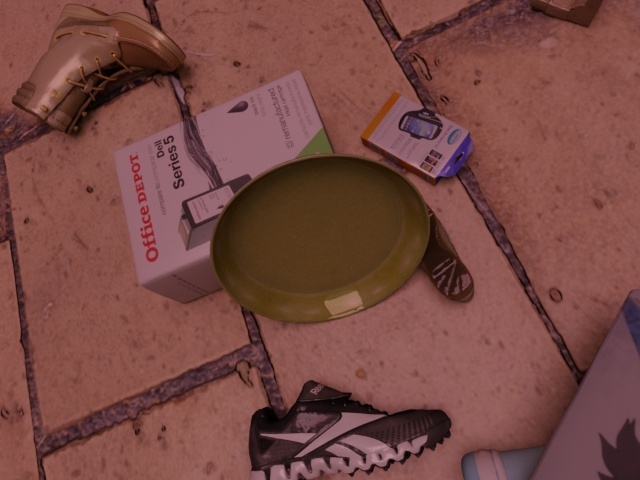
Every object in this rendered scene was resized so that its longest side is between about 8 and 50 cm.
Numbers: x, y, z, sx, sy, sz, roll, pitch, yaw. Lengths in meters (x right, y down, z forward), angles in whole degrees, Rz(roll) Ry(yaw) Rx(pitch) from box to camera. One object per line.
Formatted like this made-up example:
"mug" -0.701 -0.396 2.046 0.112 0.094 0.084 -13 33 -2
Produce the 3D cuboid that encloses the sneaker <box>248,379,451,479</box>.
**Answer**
"sneaker" 0.021 0.202 0.542 0.234 0.078 0.106 -17 71 10

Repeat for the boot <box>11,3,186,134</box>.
"boot" -0.354 -0.257 0.776 0.261 0.095 0.204 22 78 21

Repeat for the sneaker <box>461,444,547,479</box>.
"sneaker" 0.267 0.326 0.416 0.208 0.127 0.319 -19 70 9

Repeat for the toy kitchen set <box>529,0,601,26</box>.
"toy kitchen set" 0.337 -0.343 0.645 0.083 0.075 0.068 29 80 16

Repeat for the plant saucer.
"plant saucer" 0.000 0.000 0.547 0.240 0.241 0.037 -21 41 6

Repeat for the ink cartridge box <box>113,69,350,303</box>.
"ink cartridge box" -0.108 -0.063 0.640 0.272 0.115 0.199 -22 68 6

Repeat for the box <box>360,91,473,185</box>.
"box" 0.131 -0.132 0.653 0.136 0.028 0.081 35 83 19

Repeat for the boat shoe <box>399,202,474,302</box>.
"boat shoe" 0.136 0.008 0.601 0.056 0.048 0.153 -38 61 10

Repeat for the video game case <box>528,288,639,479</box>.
"video game case" 0.310 0.195 0.307 0.300 0.036 0.329 -52 35 -15
